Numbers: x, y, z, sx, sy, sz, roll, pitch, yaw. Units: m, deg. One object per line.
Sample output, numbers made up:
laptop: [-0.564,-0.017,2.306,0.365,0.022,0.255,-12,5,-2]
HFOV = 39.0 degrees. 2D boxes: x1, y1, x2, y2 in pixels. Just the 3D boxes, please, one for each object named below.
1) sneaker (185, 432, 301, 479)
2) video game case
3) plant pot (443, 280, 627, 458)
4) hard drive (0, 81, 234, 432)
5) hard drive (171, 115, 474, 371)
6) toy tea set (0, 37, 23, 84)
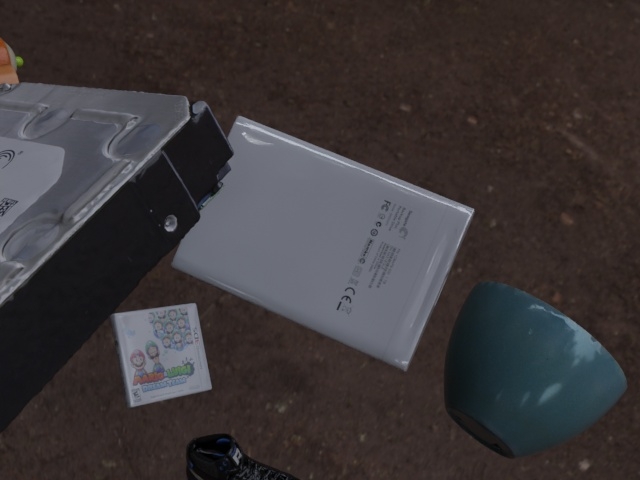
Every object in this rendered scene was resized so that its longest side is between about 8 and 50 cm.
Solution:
sneaker: [-0.109,0.362,1.387,0.217,0.121,0.079,11,46,10]
video game case: [-0.246,0.176,1.409,0.157,0.019,0.143,-5,80,-46]
plant pot: [0.311,0.232,1.455,0.290,0.290,0.195,36,75,16]
hard drive: [-0.234,0.031,0.530,0.237,0.064,0.339,13,51,40]
hard drive: [0.000,0.000,1.230,0.353,0.047,0.233,23,86,13]
toy tea set: [-0.522,-0.237,1.524,0.124,0.200,0.336,-14,80,-36]
